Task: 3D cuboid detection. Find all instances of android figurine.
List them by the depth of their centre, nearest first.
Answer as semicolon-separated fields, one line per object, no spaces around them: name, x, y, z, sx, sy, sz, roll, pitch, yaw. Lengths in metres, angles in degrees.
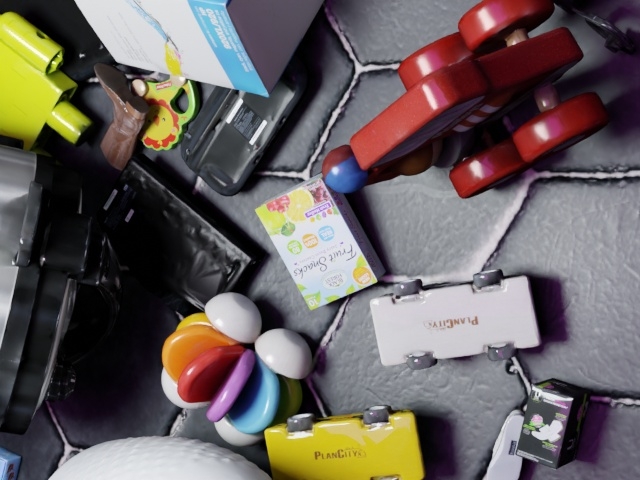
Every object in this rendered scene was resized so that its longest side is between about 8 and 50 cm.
android figurine;-0.431;-0.190;1.919;0.273;0.056;0.248;40;119;4

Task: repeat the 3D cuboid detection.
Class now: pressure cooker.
pressure cooker;-0.456;0.054;1.782;0.420;0.370;0.376;12;103;-14

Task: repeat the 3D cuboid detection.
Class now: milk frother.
milk frother;0.311;-0.290;1.534;0.143;0.129;0.135;33;115;-23

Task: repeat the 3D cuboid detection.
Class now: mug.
mug;-0.122;0.373;1.663;0.328;0.374;0.276;-18;57;62

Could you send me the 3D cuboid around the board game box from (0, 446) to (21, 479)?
board game box;-0.514;0.375;2.046;0.160;0.039;0.212;21;103;26

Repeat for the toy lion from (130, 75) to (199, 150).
toy lion;-0.196;-0.165;1.847;0.100;0.034;0.096;-12;94;28

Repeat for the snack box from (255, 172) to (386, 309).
snack box;0.000;0.000;1.722;0.100;0.037;0.141;-24;99;29

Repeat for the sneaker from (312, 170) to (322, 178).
sneaker;0.000;-0.057;1.744;0.109;0.040;0.044;-33;94;30

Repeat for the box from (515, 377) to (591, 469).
box;0.257;0.201;1.599;0.052;0.062;0.083;18;102;28

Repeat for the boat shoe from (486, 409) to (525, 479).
boat shoe;0.212;0.239;1.643;0.035;0.035;0.100;13;103;2

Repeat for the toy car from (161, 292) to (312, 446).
toy car;-0.110;0.165;1.745;0.182;0.136;0.159;36;109;5

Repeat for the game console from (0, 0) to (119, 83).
game console;-0.451;-0.340;1.968;0.386;0.060;0.342;-21;89;29

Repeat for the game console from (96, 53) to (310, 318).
game console;-0.125;-0.081;1.796;0.213;0.044;0.361;40;111;14

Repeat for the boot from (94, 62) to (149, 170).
boot;-0.268;-0.157;1.864;0.106;0.037;0.114;50;139;22

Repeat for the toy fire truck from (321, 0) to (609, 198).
toy fire truck;0.130;-0.132;1.514;0.302;0.254;0.169;-33;80;56

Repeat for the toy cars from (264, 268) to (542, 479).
toy cars;0.098;0.164;1.676;0.176;0.087;0.394;41;107;8

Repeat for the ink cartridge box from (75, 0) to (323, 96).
ink cartridge box;-0.145;-0.302;1.696;0.232;0.168;0.171;14;64;27
